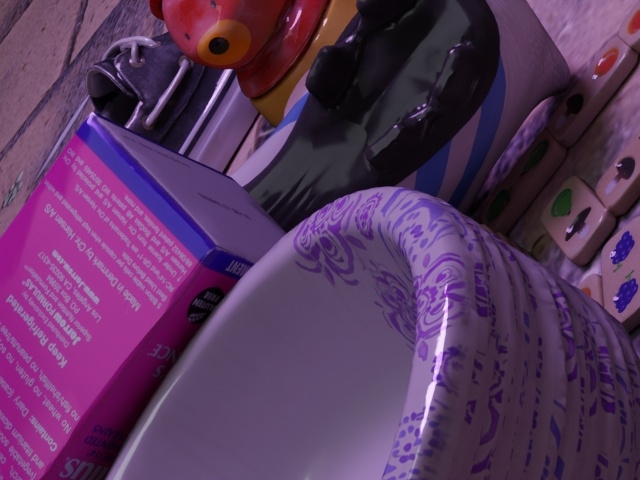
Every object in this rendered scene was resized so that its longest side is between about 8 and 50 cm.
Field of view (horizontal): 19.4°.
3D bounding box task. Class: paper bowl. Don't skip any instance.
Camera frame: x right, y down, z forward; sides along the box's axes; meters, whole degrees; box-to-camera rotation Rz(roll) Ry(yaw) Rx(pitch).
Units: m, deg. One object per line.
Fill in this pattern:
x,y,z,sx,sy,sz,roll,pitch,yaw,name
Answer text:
0.016,0.135,0.688,0.284,0.148,0.284,-48,22,27,paper bowl

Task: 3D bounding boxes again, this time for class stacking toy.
0.010,-0.187,1.213,0.309,0.130,0.279,-50,20,23,stacking toy

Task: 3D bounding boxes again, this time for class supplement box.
-0.108,0.071,0.861,0.220,0.111,0.114,-52,54,10,supplement box

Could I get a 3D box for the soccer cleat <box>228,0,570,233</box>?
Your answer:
0.000,0.000,0.971,0.331,0.143,0.116,-44,63,21,soccer cleat

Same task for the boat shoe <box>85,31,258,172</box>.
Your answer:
-0.123,-0.104,1.425,0.121,0.119,0.335,-17,45,62,boat shoe

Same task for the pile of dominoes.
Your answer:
0.112,-0.021,0.850,0.251,0.040,0.196,-54,19,13,pile of dominoes
